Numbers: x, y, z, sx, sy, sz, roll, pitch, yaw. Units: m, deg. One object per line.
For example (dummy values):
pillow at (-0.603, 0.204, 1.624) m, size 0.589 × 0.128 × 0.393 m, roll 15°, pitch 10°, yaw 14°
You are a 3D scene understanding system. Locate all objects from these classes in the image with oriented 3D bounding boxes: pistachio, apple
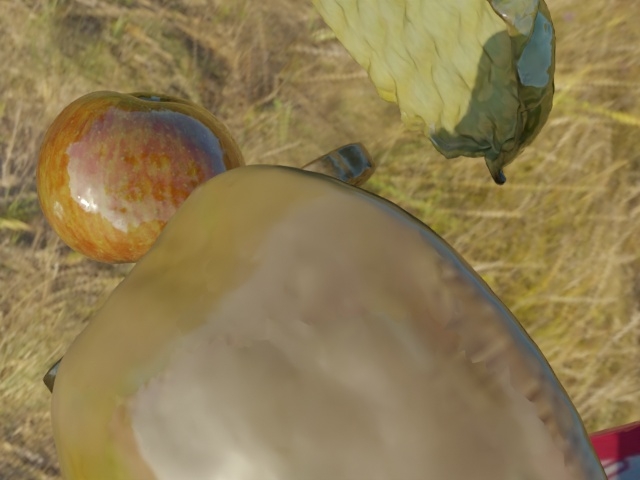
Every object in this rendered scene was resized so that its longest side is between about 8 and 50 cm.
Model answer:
pistachio at (0.021, 0.102, 0.443) m, size 0.163 × 0.213 × 0.260 m, roll -36°, pitch 85°, yaw -36°
apple at (-0.263, -0.108, 1.897) m, size 0.309 × 0.277 × 0.250 m, roll -27°, pitch 108°, yaw -37°

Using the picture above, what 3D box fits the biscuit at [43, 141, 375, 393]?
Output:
biscuit at (-0.089, 0.026, 1.035) m, size 0.047 × 0.320 × 0.183 m, roll 53°, pitch 22°, yaw 4°

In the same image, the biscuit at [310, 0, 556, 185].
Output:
biscuit at (0.029, -0.131, 0.648) m, size 0.036 × 0.187 × 0.273 m, roll -33°, pitch 60°, yaw -11°

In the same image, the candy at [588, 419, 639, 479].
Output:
candy at (0.222, 0.168, 0.682) m, size 0.100 × 0.306 × 0.157 m, roll -87°, pitch 154°, yaw -54°
